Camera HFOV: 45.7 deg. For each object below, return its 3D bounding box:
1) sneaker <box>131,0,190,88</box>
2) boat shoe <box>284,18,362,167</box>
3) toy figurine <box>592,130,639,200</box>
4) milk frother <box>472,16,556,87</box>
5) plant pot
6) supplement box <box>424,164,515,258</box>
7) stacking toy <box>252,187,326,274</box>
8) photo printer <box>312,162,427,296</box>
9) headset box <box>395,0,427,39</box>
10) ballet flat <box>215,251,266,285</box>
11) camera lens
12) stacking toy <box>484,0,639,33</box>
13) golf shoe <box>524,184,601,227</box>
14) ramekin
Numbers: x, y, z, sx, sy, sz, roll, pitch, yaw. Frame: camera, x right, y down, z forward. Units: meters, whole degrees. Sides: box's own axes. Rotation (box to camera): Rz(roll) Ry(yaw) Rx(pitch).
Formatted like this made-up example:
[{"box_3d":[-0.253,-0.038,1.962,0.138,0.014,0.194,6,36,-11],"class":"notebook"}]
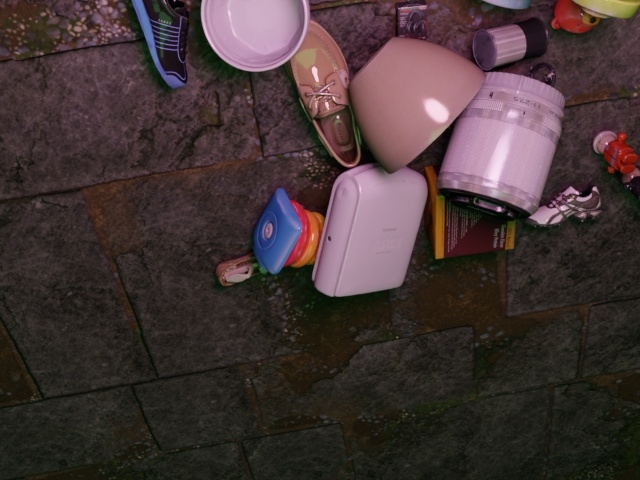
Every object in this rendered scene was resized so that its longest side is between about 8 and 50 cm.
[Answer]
[{"box_3d":[-0.294,-0.411,1.503,0.091,0.081,0.232,-11,128,9],"class":"sneaker"},{"box_3d":[0.017,-0.308,1.611,0.122,0.110,0.341,-22,128,9],"class":"boat shoe"},{"box_3d":[0.776,-0.213,1.785,0.209,0.148,0.213,-42,120,16],"class":"toy figurine"},{"box_3d":[0.407,-0.375,1.581,0.135,0.143,0.129,-18,145,-17],"class":"milk frother"},{"box_3d":[0.170,-0.304,1.562,0.191,0.284,0.284,43,114,-8],"class":"plant pot"},{"box_3d":[0.359,-0.078,1.830,0.194,0.129,0.191,-8,128,-2],"class":"supplement box"},{"box_3d":[0.000,0.000,1.847,0.302,0.175,0.165,10,123,-33],"class":"stacking toy"},{"box_3d":[0.121,-0.031,1.764,0.256,0.107,0.307,-5,116,-43],"class":"photo printer"},{"box_3d":[0.188,-0.457,1.569,0.062,0.032,0.083,-6,130,-3],"class":"headset box"},{"box_3d":[-0.166,0.066,1.905,0.206,0.067,0.073,-23,127,9],"class":"ballet flat"},{"box_3d":[0.383,-0.192,1.616,0.220,0.219,0.274,19,87,-21],"class":"camera lens"},{"box_3d":[0.440,-0.454,1.457,0.309,0.279,0.130,9,125,-10],"class":"stacking toy"},{"box_3d":[0.603,-0.091,1.903,0.198,0.077,0.093,-12,114,-4],"class":"golf shoe"},{"box_3d":[-0.115,-0.436,1.458,0.207,0.109,0.207,3,111,9],"class":"ramekin"}]
